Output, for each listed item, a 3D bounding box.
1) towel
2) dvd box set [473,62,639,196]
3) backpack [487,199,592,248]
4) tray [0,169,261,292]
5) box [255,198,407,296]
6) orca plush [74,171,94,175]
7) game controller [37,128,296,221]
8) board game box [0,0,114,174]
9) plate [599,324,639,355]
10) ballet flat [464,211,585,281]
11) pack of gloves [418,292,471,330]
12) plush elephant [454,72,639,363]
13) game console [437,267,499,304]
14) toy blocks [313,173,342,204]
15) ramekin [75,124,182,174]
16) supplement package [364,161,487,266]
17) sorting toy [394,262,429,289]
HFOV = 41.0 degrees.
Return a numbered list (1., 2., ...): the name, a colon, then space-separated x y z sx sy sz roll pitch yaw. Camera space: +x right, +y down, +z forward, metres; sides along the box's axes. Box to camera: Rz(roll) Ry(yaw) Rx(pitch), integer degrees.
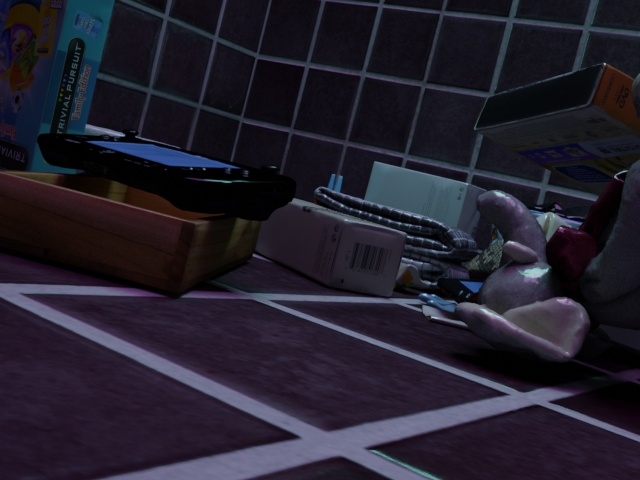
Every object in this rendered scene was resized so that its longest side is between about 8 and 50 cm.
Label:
1. towel: 0.119 -0.001 1.483 0.283 0.121 0.235 15 3 17
2. dvd box set: 0.453 -0.095 1.148 0.420 0.062 0.307 25 -4 -13
3. backpack: 0.456 0.017 1.748 0.276 0.213 0.263 9 -10 20
4. tray: -0.200 -0.018 0.973 0.202 0.076 0.411 15 5 4
5. box: 0.000 0.000 1.243 0.113 0.094 0.275 12 5 -31
6. orca plush: -0.237 -0.065 1.262 0.287 0.102 0.151 15 4 10
7. game controller: -0.179 -0.083 0.955 0.319 0.067 0.166 17 5 42
8. board game box: -0.451 -0.246 1.342 0.079 0.336 0.254 10 6 -45
9. plate: 0.483 0.084 1.172 0.278 0.045 0.277 22 44 25
10. ballet flat: 0.430 0.046 1.469 0.164 0.182 0.483 14 3 -27
11. pack of gloves: 0.246 0.096 1.130 0.232 0.046 0.195 14 3 -2
12. plush elephant: 0.272 0.027 0.900 0.255 0.330 0.272 -8 -15 14
13. game console: 0.243 0.049 1.089 0.144 0.085 0.124 6 19 -27
14. toy blocks: 0.005 -0.057 1.653 0.054 0.148 0.123 15 4 19
15. ramekin: -0.389 -0.134 1.509 0.273 0.127 0.273 15 5 -1
16. supplement package: 0.201 -0.038 1.734 0.203 0.194 0.149 17 4 26
17. sorting toy: 0.126 0.057 1.307 0.075 0.045 0.083 20 -1 -37
